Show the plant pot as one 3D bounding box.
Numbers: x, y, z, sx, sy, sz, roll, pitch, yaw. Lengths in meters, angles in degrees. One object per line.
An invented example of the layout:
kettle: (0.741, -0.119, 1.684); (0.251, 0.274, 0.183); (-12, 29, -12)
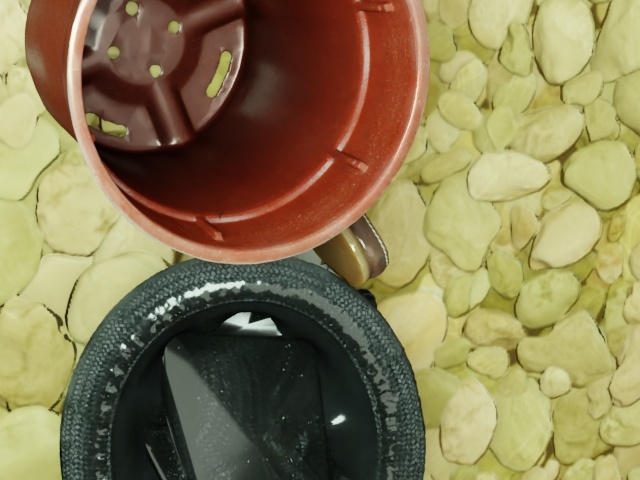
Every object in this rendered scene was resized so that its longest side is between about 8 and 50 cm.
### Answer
plant pot: (-0.099, -0.144, 1.147); (0.272, 0.265, 0.272); (-6, 105, -24)

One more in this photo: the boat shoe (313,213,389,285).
boat shoe: (0.001, -0.046, 1.258); (0.073, 0.207, 0.073); (-25, 143, -22)

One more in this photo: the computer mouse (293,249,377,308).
computer mouse: (0.000, 0.000, 1.353); (0.106, 0.042, 0.193); (-10, 106, -22)

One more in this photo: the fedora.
fedora: (-0.068, 0.162, 1.281); (0.334, 0.152, 0.334); (-1, 101, -6)
